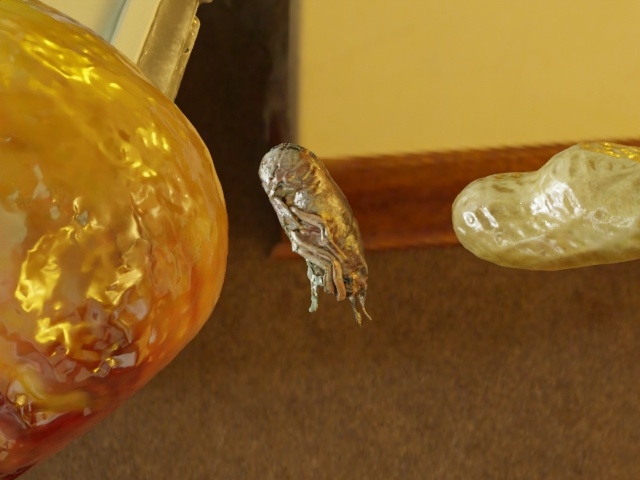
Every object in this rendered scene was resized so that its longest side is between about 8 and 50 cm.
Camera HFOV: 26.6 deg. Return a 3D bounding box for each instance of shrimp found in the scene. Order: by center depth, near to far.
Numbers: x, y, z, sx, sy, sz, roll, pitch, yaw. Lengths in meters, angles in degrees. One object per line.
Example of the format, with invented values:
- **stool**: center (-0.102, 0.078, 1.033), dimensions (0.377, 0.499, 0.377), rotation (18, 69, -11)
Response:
- **shrimp**: center (0.001, -0.001, 1.232), dimensions (0.073, 0.190, 0.075), rotation (-17, 27, 26)

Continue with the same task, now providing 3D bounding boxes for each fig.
- **fig**: center (-0.139, -0.046, 0.449), dimensions (0.159, 0.159, 0.257), rotation (-32, 79, -27)

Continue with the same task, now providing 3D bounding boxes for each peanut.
- **peanut**: center (0.217, -0.030, 1.175), dimensions (0.226, 0.108, 0.095), rotation (-10, 28, 33)

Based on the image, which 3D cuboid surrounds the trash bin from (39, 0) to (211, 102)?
- **trash bin**: center (-0.286, -0.134, 0.856), dimensions (0.367, 0.256, 0.296), rotation (32, 56, -26)
